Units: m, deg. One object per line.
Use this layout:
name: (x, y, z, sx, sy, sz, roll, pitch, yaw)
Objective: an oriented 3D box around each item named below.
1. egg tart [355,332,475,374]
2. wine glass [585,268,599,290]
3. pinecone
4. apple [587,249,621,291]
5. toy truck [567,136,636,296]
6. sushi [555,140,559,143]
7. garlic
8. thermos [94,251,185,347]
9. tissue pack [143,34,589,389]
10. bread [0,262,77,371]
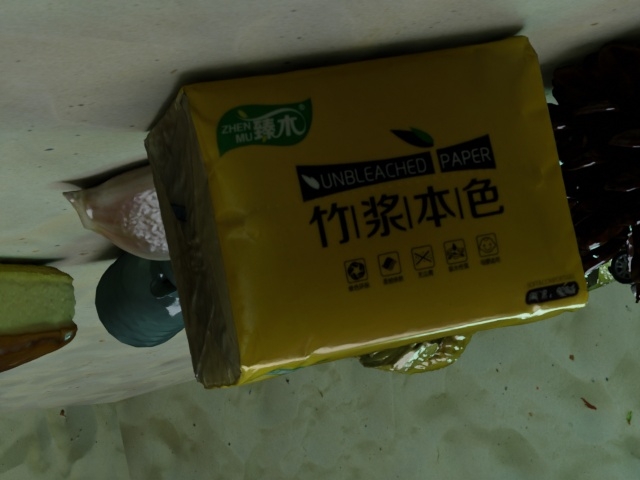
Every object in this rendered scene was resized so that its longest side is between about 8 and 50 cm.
egg tart: (0.172, 0.072, 2.109, 0.339, 0.153, 0.351, -54, -168, -7)
wine glass: (0.536, -0.060, 2.116, 0.323, 0.238, 0.238, -15, 171, -6)
pinecone: (0.374, -0.077, 1.586, 0.298, 0.295, 0.242, -9, 179, 41)
apple: (0.489, 0.018, 2.633, 0.254, 0.179, 0.346, -22, 177, -44)
toy truck: (0.435, -0.070, 1.765, 0.155, 0.268, 0.124, -22, 168, 34)
sushi: (0.279, -0.130, 1.923, 0.120, 0.026, 0.126, -18, 169, 29)
garlic: (-0.143, -0.058, 1.608, 0.267, 0.128, 0.148, -27, 180, 13)
thermos: (-0.213, 0.051, 1.981, 0.182, 0.145, 0.286, -45, -175, -28)
tissue pack: (0.043, -0.028, 1.404, 0.382, 0.293, 0.228, -10, 175, -17)
bread: (-0.557, 0.130, 1.926, 0.324, 0.143, 0.333, -17, 170, 27)
